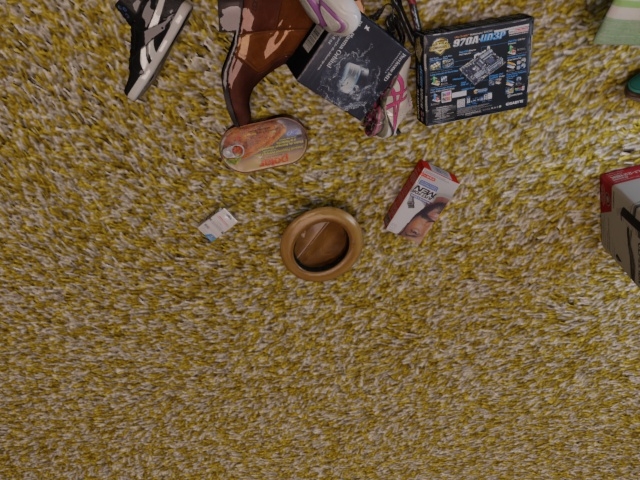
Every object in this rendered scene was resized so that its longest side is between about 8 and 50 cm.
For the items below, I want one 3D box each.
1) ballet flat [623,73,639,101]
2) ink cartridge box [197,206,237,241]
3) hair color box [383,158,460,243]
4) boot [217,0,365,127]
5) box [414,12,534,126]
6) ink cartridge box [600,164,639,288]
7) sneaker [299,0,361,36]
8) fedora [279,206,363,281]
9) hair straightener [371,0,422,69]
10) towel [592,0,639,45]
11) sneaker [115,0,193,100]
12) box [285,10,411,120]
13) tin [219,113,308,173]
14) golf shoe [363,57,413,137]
[{"bbox_3d":[0.761,-0.312,1.094,0.316,0.107,0.106,-19,133,11],"label":"ballet flat"},{"bbox_3d":[-0.233,-0.041,1.277,0.083,0.028,0.048,-34,115,18],"label":"ink cartridge box"},{"bbox_3d":[0.222,-0.084,1.244,0.093,0.053,0.167,22,119,-14],"label":"hair color box"},{"bbox_3d":[-0.052,-0.351,1.089,0.281,0.096,0.264,-2,114,-8],"label":"boot"},{"bbox_3d":[0.295,-0.328,1.079,0.220,0.051,0.175,-13,122,-7],"label":"box"},{"bbox_3d":[0.697,-0.012,1.163,0.114,0.273,0.197,-14,119,7],"label":"ink cartridge box"},{"bbox_3d":[0.013,-0.456,0.901,0.152,0.305,0.114,-26,149,6],"label":"sneaker"},{"bbox_3d":[0.000,0.000,1.275,0.194,0.079,0.194,-2,116,-4],"label":"fedora"},{"bbox_3d":[0.144,-0.429,1.060,0.089,0.047,0.230,-6,128,28],"label":"hair straightener"},{"bbox_3d":[0.625,-0.468,0.903,0.248,0.038,0.324,-2,141,-9],"label":"towel"},{"bbox_3d":[-0.345,-0.384,1.057,0.121,0.079,0.217,33,106,-14],"label":"sneaker"},{"bbox_3d":[0.050,-0.332,1.020,0.158,0.093,0.156,24,115,-32],"label":"box"},{"bbox_3d":[-0.119,-0.204,1.182,0.190,0.040,0.106,-10,116,5],"label":"tin"},{"bbox_3d":[0.148,-0.293,1.119,0.086,0.067,0.186,-1,133,-22],"label":"golf shoe"}]
